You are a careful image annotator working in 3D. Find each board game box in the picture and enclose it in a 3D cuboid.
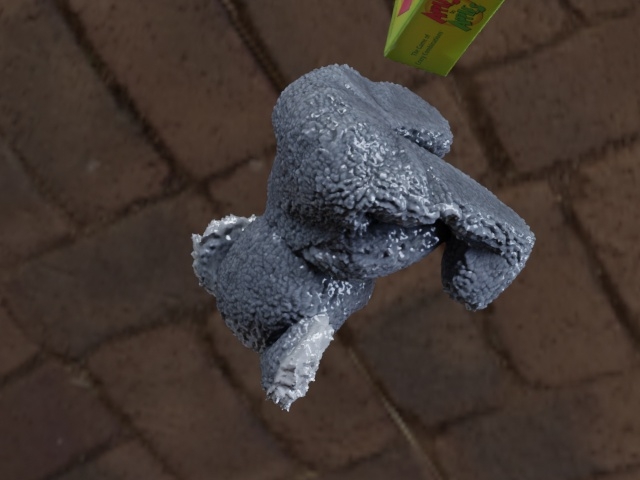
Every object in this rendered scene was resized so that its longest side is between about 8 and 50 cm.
[{"bbox_3d":[0.089,-0.176,0.946,0.043,0.092,0.181,16,158,-10],"label":"board game box"}]

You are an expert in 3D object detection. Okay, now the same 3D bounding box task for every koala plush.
[{"bbox_3d":[0.000,0.000,1.232,0.221,0.196,0.203,-47,142,19],"label":"koala plush"}]
